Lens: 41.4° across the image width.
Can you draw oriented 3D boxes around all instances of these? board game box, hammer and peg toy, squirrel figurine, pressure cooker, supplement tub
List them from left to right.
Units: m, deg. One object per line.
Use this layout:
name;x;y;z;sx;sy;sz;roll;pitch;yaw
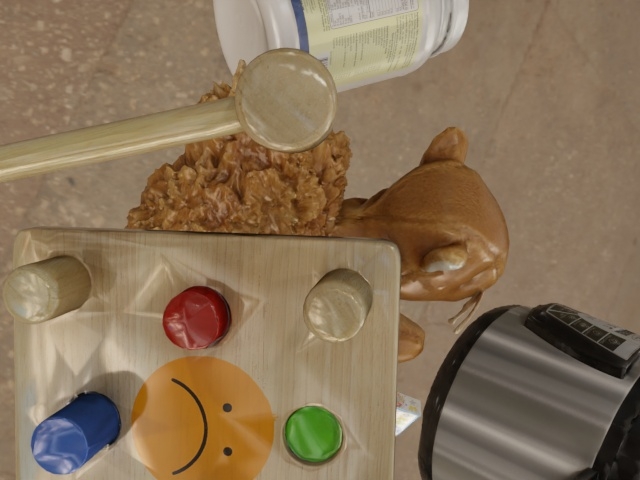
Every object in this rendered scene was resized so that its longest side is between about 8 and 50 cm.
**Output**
hammer and peg toy;-0.082;0.065;0.552;0.127;0.266;0.361;-37;127;-80
squirrel figurine;0.000;0.000;0.948;0.397;0.371;0.281;41;46;-30
supplement tub;0.030;-0.342;1.257;0.325;0.235;0.235;-19;118;-22
board game box;0.048;0.235;1.183;0.154;0.103;0.026;23;42;-17
pressure cooker;0.411;0.319;1.294;0.370;0.421;0.375;-49;137;-24
